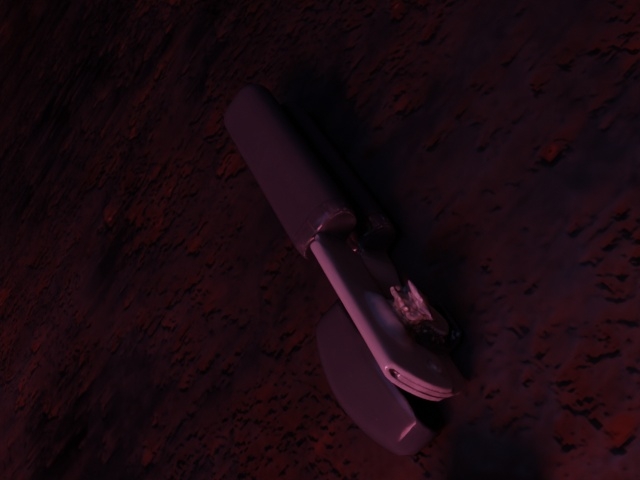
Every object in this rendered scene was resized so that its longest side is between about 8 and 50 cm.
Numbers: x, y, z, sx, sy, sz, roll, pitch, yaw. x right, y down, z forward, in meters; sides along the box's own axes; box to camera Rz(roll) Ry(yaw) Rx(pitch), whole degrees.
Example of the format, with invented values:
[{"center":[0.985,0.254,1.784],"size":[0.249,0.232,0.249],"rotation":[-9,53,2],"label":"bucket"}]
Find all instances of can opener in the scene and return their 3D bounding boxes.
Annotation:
[{"center":[0.000,0.000,0.438],"size":[0.093,0.074,0.280],"rotation":[-46,49,23],"label":"can opener"}]
